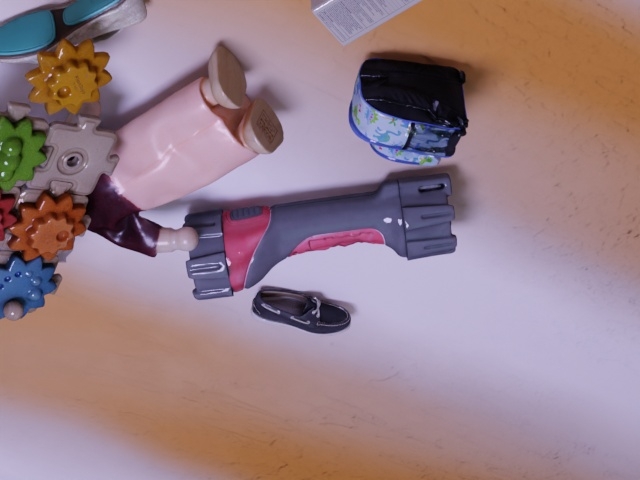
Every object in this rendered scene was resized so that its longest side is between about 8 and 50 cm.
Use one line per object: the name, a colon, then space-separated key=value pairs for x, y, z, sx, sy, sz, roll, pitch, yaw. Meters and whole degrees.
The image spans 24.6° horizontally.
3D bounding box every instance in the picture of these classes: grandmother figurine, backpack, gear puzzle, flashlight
grandmother figurine: x=-0.206 y=-0.066 z=1.579 sx=0.342 sy=0.104 sz=0.208 roll=-25 pitch=106 yaw=24
backpack: x=0.087 y=-0.132 z=1.523 sx=0.114 sy=0.105 sz=0.084 roll=11 pitch=134 yaw=-9
gear puzzle: x=-0.285 y=-0.051 z=1.464 sx=0.175 sy=0.044 sz=0.339 roll=7 pitch=122 yaw=-40
flashlight: x=0.000 y=0.000 z=1.662 sx=0.304 sy=0.103 sz=0.103 roll=-6 pitch=163 yaw=0

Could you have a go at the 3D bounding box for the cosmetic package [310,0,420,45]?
cosmetic package: x=0.052 y=-0.247 z=1.443 sx=0.115 sy=0.041 sz=0.060 roll=-27 pitch=132 yaw=21

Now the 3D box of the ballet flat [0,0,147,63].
ballet flat: x=-0.249 y=-0.205 z=1.453 sx=0.168 sy=0.057 sz=0.052 roll=-19 pitch=145 yaw=14

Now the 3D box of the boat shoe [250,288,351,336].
boat shoe: x=-0.021 y=0.084 z=1.788 sx=0.125 sy=0.046 sz=0.038 roll=12 pitch=140 yaw=-6
